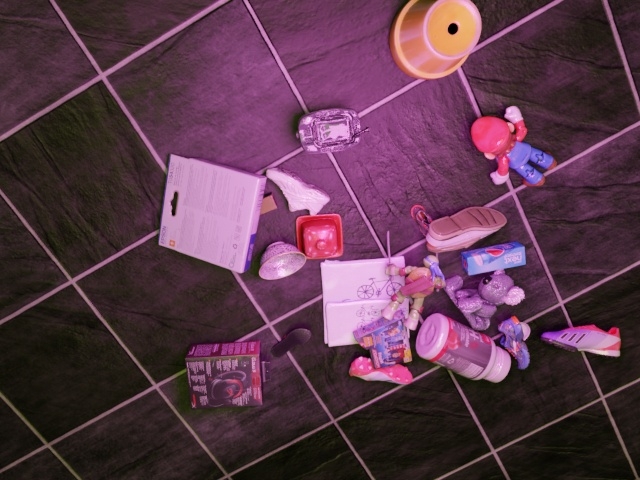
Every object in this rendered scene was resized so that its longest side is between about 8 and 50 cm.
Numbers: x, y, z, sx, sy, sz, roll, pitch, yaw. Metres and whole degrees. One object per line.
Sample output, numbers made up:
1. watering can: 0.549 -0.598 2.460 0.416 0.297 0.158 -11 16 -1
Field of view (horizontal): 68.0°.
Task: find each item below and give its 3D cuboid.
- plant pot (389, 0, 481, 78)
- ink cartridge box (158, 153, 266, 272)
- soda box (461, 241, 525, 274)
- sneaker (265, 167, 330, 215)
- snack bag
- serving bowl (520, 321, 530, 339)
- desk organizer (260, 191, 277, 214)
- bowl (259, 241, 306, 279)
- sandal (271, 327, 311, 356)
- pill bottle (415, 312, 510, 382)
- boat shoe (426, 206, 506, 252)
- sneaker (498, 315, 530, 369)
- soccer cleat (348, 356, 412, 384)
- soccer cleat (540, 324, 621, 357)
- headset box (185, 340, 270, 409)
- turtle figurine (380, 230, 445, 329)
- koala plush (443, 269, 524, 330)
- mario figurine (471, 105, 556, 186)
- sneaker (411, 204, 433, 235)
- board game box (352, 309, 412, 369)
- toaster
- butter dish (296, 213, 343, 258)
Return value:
1. plant pot: 0.350 -0.609 1.396 0.254 0.239 0.254 -1 108 -5
2. ink cartridge box: -0.363 -0.094 1.569 0.330 0.071 0.324 18 106 15
3. soda box: 0.622 0.064 1.711 0.210 0.067 0.071 -11 108 -1
4. sneaker: -0.090 -0.155 1.582 0.232 0.090 0.115 30 106 -11
5. snack bag: 0.168 0.222 1.742 0.323 0.037 0.342 -4 107 -3
6. serving bowl: 0.761 0.348 1.828 0.083 0.027 0.083 -1 107 -3
7. desk organizer: -0.214 -0.114 1.605 0.130 0.047 0.050 -21 110 3
8. bowl: -0.142 0.057 1.630 0.170 0.170 0.080 -26 63 4
9. sandal: -0.109 0.371 1.771 0.179 0.040 0.067 -36 101 22
10. pill bottle: 0.530 0.407 1.752 0.319 0.176 0.176 26 103 -12
11. boat shoe: 0.499 -0.036 1.649 0.302 0.113 0.103 -11 139 -16
12. sneaker: 0.727 0.389 1.792 0.087 0.083 0.221 -16 102 14
13. soccer cleat: 0.231 0.508 1.823 0.248 0.083 0.095 16 136 -14
14. soccer cleat: 1.000 0.372 1.826 0.318 0.108 0.116 10 86 -5
15. headset box: -0.332 0.494 1.749 0.293 0.110 0.218 -3 107 -3
16. turtle figurine: 0.322 0.152 1.653 0.198 0.275 0.266 16 106 -33
17. koala plush: 0.596 0.197 1.698 0.221 0.196 0.203 -36 118 6
18. mario figurine: 0.626 -0.315 1.590 0.321 0.170 0.198 28 67 -22
19. sneaker: 0.374 -0.052 1.657 0.061 0.065 0.158 -42 105 9
20. board game box: 0.224 0.370 1.745 0.194 0.060 0.194 -12 110 0
21. toaster: 0.035 -0.352 1.498 0.227 0.146 0.129 -10 108 0
22. butter dish: 0.000 0.000 1.618 0.160 0.118 0.160 -4 108 -2
